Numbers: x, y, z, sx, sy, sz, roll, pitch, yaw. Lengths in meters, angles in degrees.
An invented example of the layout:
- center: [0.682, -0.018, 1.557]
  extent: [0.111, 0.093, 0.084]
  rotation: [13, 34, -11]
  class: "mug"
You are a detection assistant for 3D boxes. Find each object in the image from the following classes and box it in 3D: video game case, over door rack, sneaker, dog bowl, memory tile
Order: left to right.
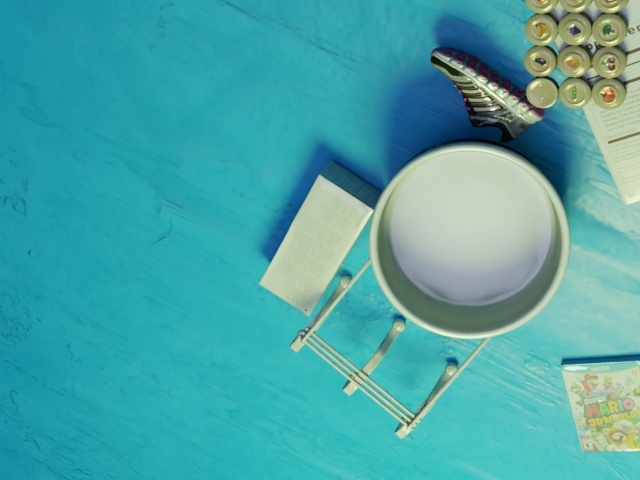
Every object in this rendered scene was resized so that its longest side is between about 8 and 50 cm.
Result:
- center: [0.142, 0.116, 1.476]
  extent: [0.239, 0.108, 0.324]
  rotation: [39, 112, -1]
  class: "over door rack"
- center: [0.201, -0.006, 1.316]
  extent: [0.265, 0.104, 0.264]
  rotation: [2, 102, 9]
  class: "dog bowl"
- center: [0.209, -0.190, 1.284]
  extent: [0.170, 0.063, 0.074]
  rotation: [34, 120, -3]
  class: "sneaker"
- center: [0.278, -0.214, 1.055]
  extent: [0.113, 0.012, 0.148]
  rotation: [7, 122, 26]
  class: "memory tile"
- center: [0.441, 0.251, 1.462]
  extent: [0.119, 0.015, 0.166]
  rotation: [-7, 114, 28]
  class: "video game case"

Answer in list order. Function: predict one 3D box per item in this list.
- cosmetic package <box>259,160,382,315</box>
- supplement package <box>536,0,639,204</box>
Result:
- center: [0.000, 0.000, 1.487]
  extent: [0.099, 0.060, 0.239]
  rotation: [35, 126, 5]
  class: "cosmetic package"
- center: [0.390, -0.223, 1.113]
  extent: [0.175, 0.177, 0.292]
  rotation: [-18, 109, 33]
  class: "supplement package"
